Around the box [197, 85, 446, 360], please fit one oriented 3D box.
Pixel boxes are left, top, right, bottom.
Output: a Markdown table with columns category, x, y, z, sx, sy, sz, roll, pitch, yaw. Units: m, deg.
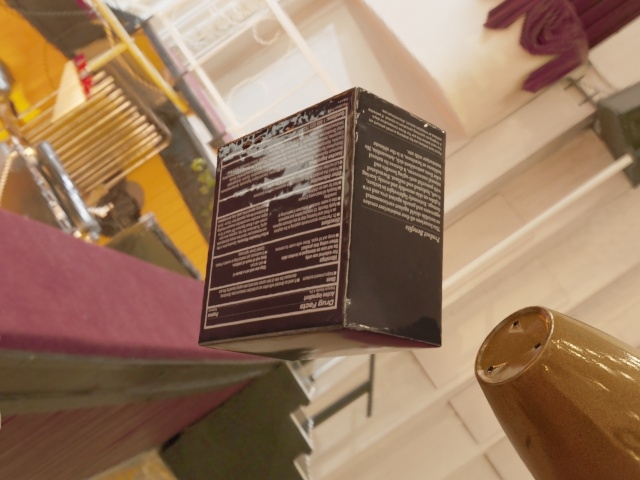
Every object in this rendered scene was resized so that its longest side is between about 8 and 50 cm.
| category | x | y | z | sx | sy | sz | roll | pitch | yaw |
| --- | --- | --- | --- | --- | --- | --- | --- | --- | --- |
| box | 0.000 | 0.000 | 1.035 | 0.183 | 0.296 | 0.294 | 18 | 69 | -39 |

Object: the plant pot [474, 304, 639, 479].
| category | x | y | z | sx | sy | sz | roll | pitch | yaw |
| --- | --- | --- | --- | --- | --- | --- | --- | --- | --- |
| plant pot | 0.314 | 0.203 | 0.941 | 0.254 | 0.237 | 0.237 | 41 | 5 | -17 |
